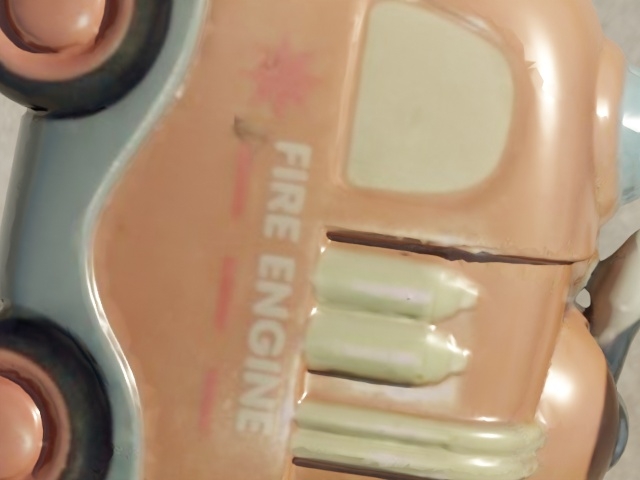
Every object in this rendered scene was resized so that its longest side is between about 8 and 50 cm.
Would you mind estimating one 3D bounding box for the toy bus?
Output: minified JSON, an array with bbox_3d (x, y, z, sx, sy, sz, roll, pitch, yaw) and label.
[{"bbox_3d":[0.000,0.000,0.544,0.232,0.194,0.288,11,93,12],"label":"toy bus"}]
